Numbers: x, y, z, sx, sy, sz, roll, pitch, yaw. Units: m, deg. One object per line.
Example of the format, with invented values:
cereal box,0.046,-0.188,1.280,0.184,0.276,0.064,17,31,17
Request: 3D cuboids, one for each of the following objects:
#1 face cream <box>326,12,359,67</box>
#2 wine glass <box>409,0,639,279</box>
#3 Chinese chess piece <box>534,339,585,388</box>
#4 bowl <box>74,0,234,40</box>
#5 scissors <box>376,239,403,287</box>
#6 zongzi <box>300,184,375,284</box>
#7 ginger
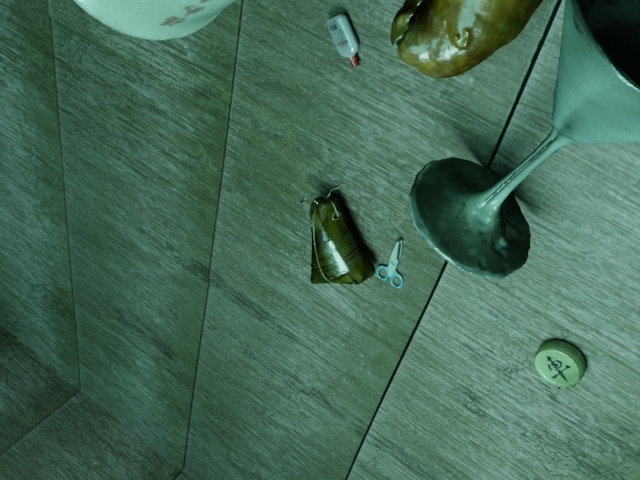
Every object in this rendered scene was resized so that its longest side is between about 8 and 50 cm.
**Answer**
face cream,0.039,-0.313,1.133,0.040,0.021,0.083,-7,116,44
wine glass,0.295,-0.128,0.902,0.267,0.267,0.406,45,145,3
Chinese chess piece,0.404,0.208,1.215,0.084,0.034,0.084,23,132,27
bowl,-0.144,-0.463,0.864,0.196,0.435,0.435,9,126,33
scissors,0.135,0.041,1.332,0.058,0.014,0.119,29,139,19
zongzi,0.000,0.000,1.376,0.184,0.084,0.187,-7,109,55
ginger,0.204,-0.346,0.876,0.165,0.172,0.321,-114,32,-42
